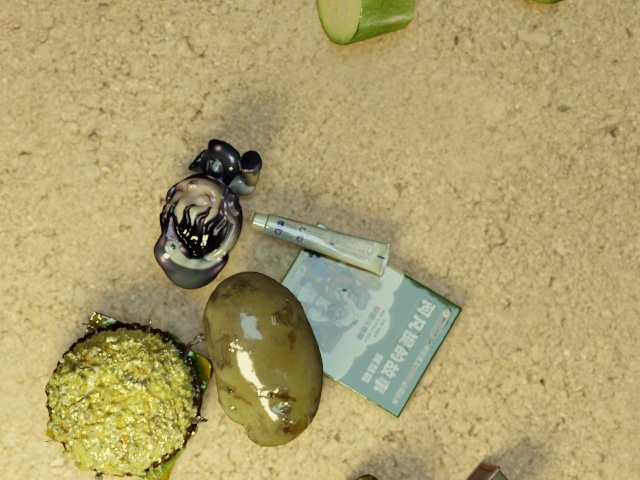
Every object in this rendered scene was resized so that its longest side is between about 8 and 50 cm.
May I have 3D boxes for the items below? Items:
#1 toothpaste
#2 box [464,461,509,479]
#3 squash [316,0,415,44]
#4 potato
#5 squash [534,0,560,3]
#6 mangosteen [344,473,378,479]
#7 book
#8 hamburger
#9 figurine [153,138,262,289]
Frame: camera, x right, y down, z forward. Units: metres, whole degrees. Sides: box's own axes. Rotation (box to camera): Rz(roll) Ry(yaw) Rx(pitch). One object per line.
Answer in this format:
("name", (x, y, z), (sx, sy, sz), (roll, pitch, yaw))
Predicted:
("toothpaste", (0.000, 0.000, 1.871), (0.218, 0.033, 0.052), (17, 80, -3))
("box", (0.256, 0.375, 1.828), (0.063, 0.084, 0.060), (44, 78, -5))
("squash", (0.074, -0.391, 1.911), (0.122, 0.170, 0.170), (-5, 80, -18))
("potato", (-0.080, 0.171, 1.783), (0.164, 0.165, 0.263), (-11, 103, -6))
("squash", (0.341, -0.462, 1.965), (0.123, 0.123, 0.187), (-33, 89, -9))
("mangosteen", (0.061, 0.407, 1.795), (0.140, 0.140, 0.140), (1, 80, -5))
("book", (0.057, 0.122, 1.882), (0.264, 0.027, 0.202), (32, 79, 1))
("hamburger", (-0.279, 0.226, 1.780), (0.243, 0.139, 0.262), (19, 80, -1))
("figurine", (-0.176, -0.033, 1.850), (0.145, 0.145, 0.222), (29, 68, 1))
